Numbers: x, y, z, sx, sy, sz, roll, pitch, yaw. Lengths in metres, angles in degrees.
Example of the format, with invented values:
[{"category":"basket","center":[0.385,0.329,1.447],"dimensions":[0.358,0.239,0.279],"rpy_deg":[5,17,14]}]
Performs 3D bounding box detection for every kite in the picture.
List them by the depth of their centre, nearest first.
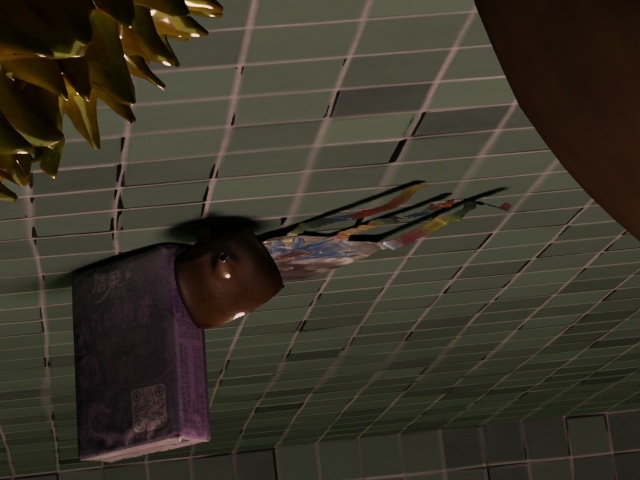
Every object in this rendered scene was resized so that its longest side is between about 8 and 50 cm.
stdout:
[{"category":"kite","center":[0.000,0.002,1.577],"dimensions":[0.169,0.015,0.310],"rpy_deg":[3,165,-35]}]

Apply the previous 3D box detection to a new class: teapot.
[{"category":"teapot","center":[-0.076,0.019,1.504],"dimensions":[0.076,0.068,0.121],"rpy_deg":[-27,-169,-6]}]

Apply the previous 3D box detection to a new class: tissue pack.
[{"category":"tissue pack","center":[-0.142,0.089,1.563],"dimensions":[0.112,0.156,0.051],"rpy_deg":[-17,160,37]}]

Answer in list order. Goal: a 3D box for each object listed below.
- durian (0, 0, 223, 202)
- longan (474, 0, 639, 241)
[{"category":"durian","center":[-0.134,-0.118,0.451],"dimensions":[0.291,0.291,0.224],"rpy_deg":[-8,179,5]},{"category":"longan","center":[0.183,-0.116,0.564],"dimensions":[0.318,0.319,0.319],"rpy_deg":[-7,167,-2]}]
